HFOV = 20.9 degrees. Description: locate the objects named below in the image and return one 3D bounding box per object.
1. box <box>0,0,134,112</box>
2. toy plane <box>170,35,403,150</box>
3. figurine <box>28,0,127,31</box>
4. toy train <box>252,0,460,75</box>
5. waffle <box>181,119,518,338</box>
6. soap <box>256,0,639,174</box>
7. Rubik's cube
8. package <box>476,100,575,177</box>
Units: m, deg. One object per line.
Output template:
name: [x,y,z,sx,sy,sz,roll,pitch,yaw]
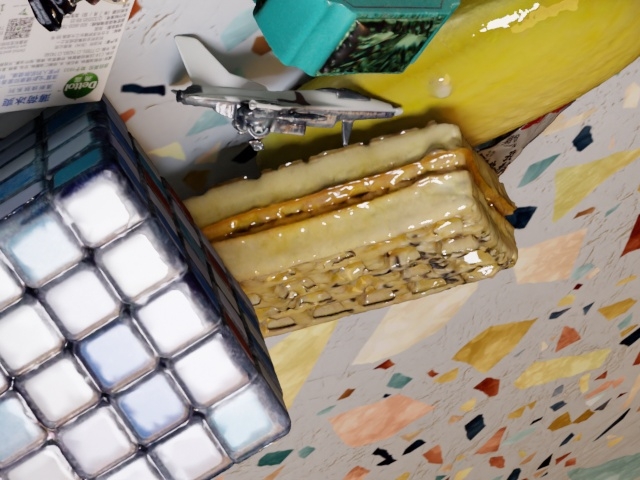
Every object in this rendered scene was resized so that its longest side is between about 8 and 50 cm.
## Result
box: [-0.259,-0.173,1.403,0.194,0.073,0.139,-12,146,-34]
toy plane: [-0.038,-0.120,1.623,0.234,0.160,0.082,17,92,-18]
figurine: [-0.137,-0.230,1.344,0.196,0.108,0.114,-45,180,-32]
toy train: [0.020,-0.221,1.526,0.198,0.154,0.107,-6,146,-41]
waffle: [0.000,-0.001,1.765,0.376,0.114,0.261,-16,160,14]
soap: [0.153,-0.169,1.760,0.427,0.115,0.306,-25,161,25]
Rubik's cube: [-0.228,0.077,1.500,0.292,0.287,0.293,-34,110,3]
package: [0.185,-0.078,1.984,0.239,0.030,0.154,-48,171,33]
